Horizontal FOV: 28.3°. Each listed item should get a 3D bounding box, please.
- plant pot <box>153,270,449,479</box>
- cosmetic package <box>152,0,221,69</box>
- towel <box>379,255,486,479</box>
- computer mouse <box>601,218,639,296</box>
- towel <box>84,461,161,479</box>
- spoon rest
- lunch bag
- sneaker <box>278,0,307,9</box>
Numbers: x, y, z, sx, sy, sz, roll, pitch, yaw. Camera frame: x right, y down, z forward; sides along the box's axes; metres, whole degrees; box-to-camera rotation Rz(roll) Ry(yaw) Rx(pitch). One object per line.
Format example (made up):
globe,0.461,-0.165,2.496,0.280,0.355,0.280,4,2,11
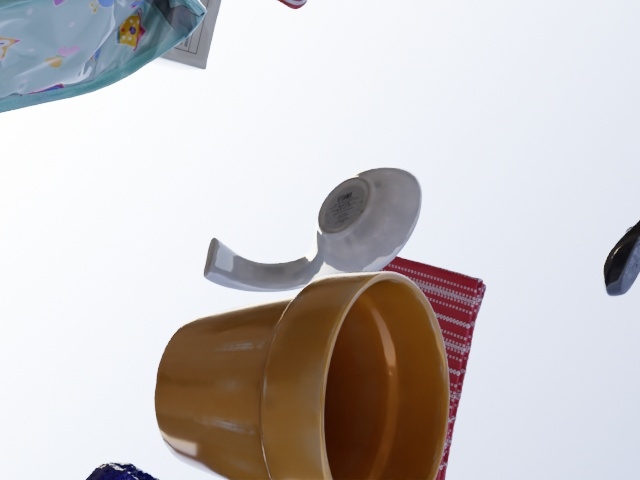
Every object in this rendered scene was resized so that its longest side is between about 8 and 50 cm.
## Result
plant pot,-0.024,0.128,1.031,0.187,0.205,0.205,-1,-137,32
cosmetic package,-0.267,-0.302,1.409,0.113,0.309,0.160,13,-90,59
towel,0.103,0.161,1.621,0.198,0.031,0.275,15,-83,38
computer mouse,0.422,-0.039,1.640,0.041,0.071,0.242,28,-90,31
towel,-0.188,0.336,1.008,0.076,0.227,0.308,32,-96,36
spoon rest,0.000,0.000,1.384,0.276,0.084,0.137,-18,-132,35
lunch bag,-0.233,-0.223,0.955,0.262,0.223,0.160,-25,159,-44
sneaker,-0.033,-0.300,1.369,0.067,0.042,0.118,107,-21,-46
